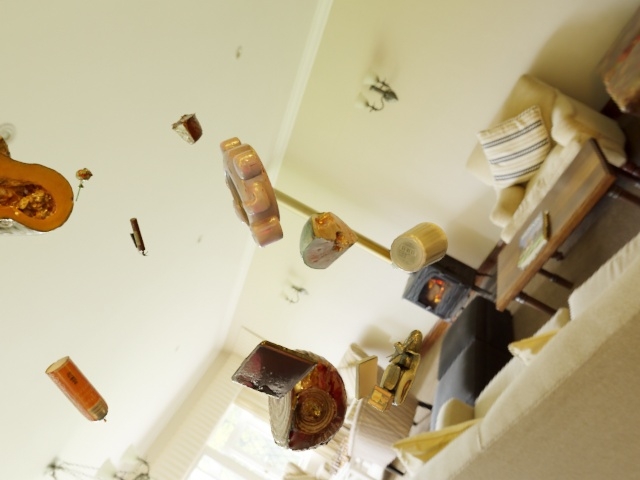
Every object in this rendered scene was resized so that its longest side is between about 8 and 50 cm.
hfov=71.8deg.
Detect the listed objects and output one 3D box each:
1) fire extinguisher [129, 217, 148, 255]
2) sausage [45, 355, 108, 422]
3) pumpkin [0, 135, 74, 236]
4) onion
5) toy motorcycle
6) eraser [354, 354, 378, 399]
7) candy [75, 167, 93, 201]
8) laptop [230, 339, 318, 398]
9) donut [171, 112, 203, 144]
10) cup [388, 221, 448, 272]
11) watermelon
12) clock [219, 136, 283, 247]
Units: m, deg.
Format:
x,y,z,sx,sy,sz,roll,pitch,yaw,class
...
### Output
x,y,z,sx,sy,sz,roll,pitch,yaw,class
-0.739,-0.007,1.782,0.035,0.048,0.173,-125,25,-65,fire extinguisher
-0.683,0.440,1.269,0.071,0.234,0.071,-23,21,9,sausage
-0.750,-0.130,1.020,0.317,0.139,0.222,14,-108,-54,pumpkin
-0.031,0.547,1.530,0.282,0.260,0.337,143,129,-65,onion
0.250,0.399,1.387,0.157,0.090,0.263,33,-100,-58,toy motorcycle
0.176,0.522,1.690,0.103,0.023,0.151,-9,-75,-40,eraser
-0.890,-0.201,1.642,0.055,0.049,0.185,-7,-30,-43,candy
-0.116,0.314,1.072,0.207,0.153,0.026,-54,17,40,laptop
-0.607,-0.524,2.060,0.144,0.186,0.126,-43,-57,-26,donut
0.369,0.051,1.712,0.202,0.166,0.221,-20,-48,-52,cup
-0.002,-0.006,1.820,0.188,0.175,0.321,-39,-32,23,watermelon
-0.236,-0.165,1.475,0.113,0.295,0.322,-24,-56,-15,clock
